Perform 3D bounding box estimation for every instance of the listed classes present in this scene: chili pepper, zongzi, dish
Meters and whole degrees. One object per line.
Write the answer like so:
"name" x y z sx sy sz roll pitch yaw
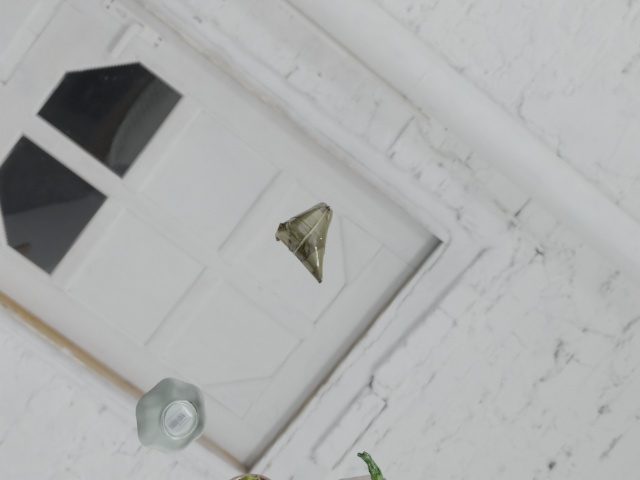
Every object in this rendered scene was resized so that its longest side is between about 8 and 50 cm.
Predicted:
"chili pepper" 0.114 0.507 1.545 0.034 0.091 0.030 -24 151 -8
"zongzi" 0.000 0.000 1.671 0.160 0.176 0.079 -34 158 -27
"dish" -0.351 0.431 1.689 0.191 0.190 0.066 -55 -158 -21

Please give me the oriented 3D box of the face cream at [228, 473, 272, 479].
"face cream" -0.186 0.697 1.818 0.149 0.149 0.104 -70 163 -72

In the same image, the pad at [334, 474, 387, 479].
"pad" 0.082 0.673 1.945 0.187 0.113 0.006 -16 -120 18

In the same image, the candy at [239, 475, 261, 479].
"candy" -0.172 0.540 1.507 0.062 0.058 0.194 -32 177 -28
